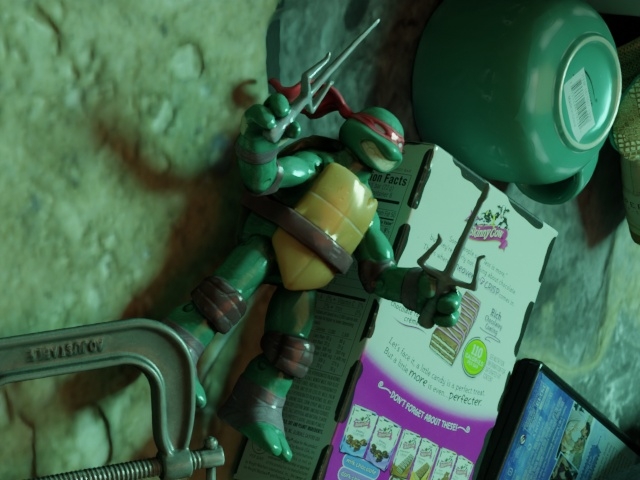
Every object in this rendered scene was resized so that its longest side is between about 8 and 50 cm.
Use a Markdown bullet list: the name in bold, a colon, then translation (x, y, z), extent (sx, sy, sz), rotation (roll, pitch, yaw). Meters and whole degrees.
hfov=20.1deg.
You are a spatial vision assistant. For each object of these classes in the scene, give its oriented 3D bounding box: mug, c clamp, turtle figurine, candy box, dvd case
- **mug**: translation (0.145, -0.098, 1.194), extent (0.158, 0.097, 0.129), rotation (18, 84, -49)
- **c clamp**: translation (-0.123, 0.108, 0.948), extent (0.161, 0.022, 0.137), rotation (-2, 107, -24)
- **turtle figurine**: translation (0.000, 0.000, 1.029), extent (0.175, 0.118, 0.234), rotation (35, 86, -18)
- **candy box**: translation (0.051, 0.069, 1.143), extent (0.159, 0.071, 0.233), rotation (32, 75, -48)
- **dvd case**: translation (0.185, 0.218, 1.373), extent (0.253, 0.022, 0.180), rotation (39, 68, -46)

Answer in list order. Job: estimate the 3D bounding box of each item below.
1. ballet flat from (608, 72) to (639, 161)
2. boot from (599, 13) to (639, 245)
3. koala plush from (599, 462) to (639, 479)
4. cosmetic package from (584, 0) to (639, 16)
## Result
- **ballet flat**: translation (0.284, -0.116, 1.246), extent (0.206, 0.067, 0.073), rotation (-38, 127, -28)
- **boot**: translation (0.290, -0.147, 1.361), extent (0.262, 0.095, 0.203), rotation (-47, 129, -27)
- **koala plush**: translation (0.338, 0.240, 1.334), extent (0.196, 0.203, 0.221), rotation (-32, 98, -40)
- **cosmetic package**: translation (0.304, -0.381, 1.139), extent (0.329, 0.327, 0.393), rotation (48, 63, -44)
